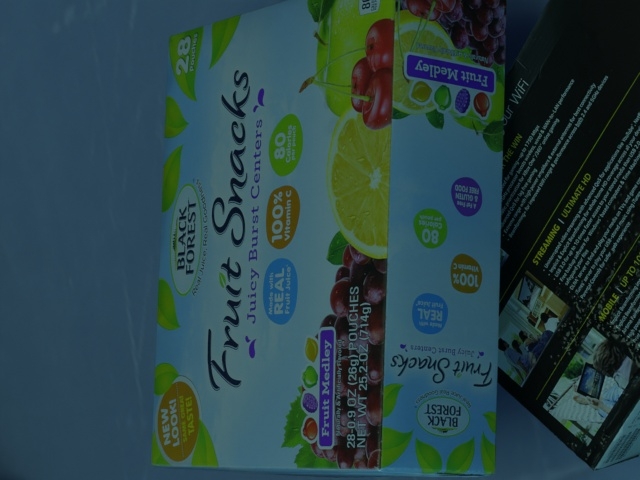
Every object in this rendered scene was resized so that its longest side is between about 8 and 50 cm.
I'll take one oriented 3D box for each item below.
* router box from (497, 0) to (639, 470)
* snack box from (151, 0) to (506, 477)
[{"bbox_3d":[0.123,-0.013,0.831,0.133,0.046,0.179,43,118,27],"label":"router box"},{"bbox_3d":[0.000,0.000,0.863,0.174,0.070,0.207,-7,78,53],"label":"snack box"}]
